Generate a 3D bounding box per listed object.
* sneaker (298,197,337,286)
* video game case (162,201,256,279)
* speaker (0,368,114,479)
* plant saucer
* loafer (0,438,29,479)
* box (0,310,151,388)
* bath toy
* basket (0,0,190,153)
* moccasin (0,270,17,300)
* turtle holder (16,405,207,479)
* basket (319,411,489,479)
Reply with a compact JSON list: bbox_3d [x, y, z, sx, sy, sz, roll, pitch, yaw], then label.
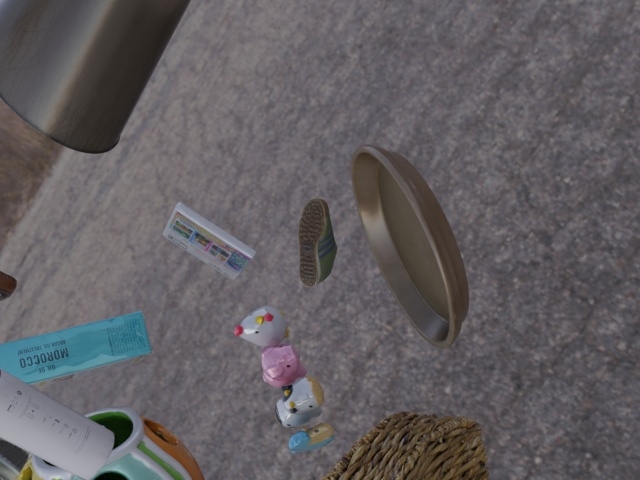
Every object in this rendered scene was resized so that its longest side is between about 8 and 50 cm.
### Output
[{"bbox_3d":[0.000,0.000,1.760,0.064,0.086,0.192,12,104,30],"label":"sneaker"},{"bbox_3d":[-0.198,0.005,1.430,0.019,0.157,0.143,-60,7,-26],"label":"video game case"},{"bbox_3d":[-0.268,0.179,0.784,0.055,0.136,0.055,-34,33,26],"label":"speaker"},{"bbox_3d":[0.114,0.004,1.034,0.041,0.277,0.278,-22,25,-10],"label":"plant saucer"},{"bbox_3d":[-0.741,0.483,1.800,0.087,0.251,0.094,-57,-1,1],"label":"loafer"},{"bbox_3d":[-0.354,0.156,1.070,0.100,0.244,0.060,143,113,-65],"label":"box"},{"bbox_3d":[-0.085,0.292,1.781,0.151,0.129,0.348,-49,55,34],"label":"bath toy"},{"bbox_3d":[-0.228,-0.240,0.834,0.227,0.204,0.154,-45,-15,29],"label":"basket"},{"bbox_3d":[-0.785,-0.004,1.643,0.139,0.380,0.147,-35,27,51],"label":"moccasin"},{"bbox_3d":[-0.303,0.348,1.040,0.243,0.321,0.227,-97,-2,-66],"label":"turtle holder"},{"bbox_3d":[0.069,0.350,1.087,0.223,0.213,0.299,-4,12,37],"label":"basket"}]
